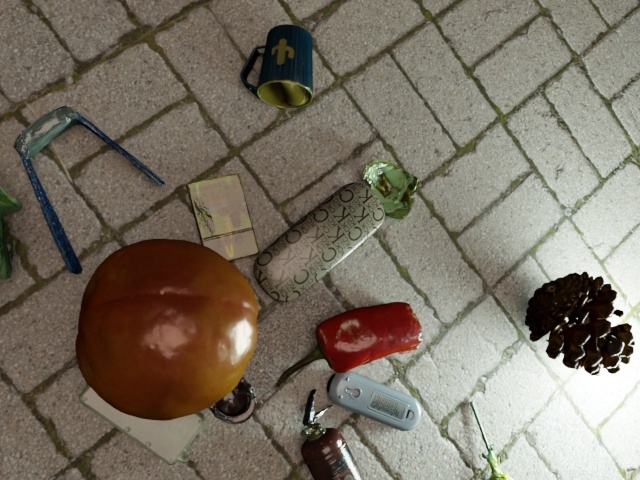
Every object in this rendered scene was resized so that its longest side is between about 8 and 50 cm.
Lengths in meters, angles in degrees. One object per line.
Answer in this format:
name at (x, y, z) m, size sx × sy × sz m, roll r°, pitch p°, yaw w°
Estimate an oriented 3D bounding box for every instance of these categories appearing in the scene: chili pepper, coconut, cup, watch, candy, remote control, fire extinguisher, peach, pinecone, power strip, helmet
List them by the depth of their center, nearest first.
peach at (-0.298, 0.166, 1.035) m, size 0.302 × 0.343 × 0.342 m, roll 19°, pitch 77°, yaw -37°
power strip at (-0.368, 0.354, 1.141) m, size 0.270 × 0.046 × 0.118 m, roll 39°, pitch 71°, yaw -7°
watch at (-0.526, -0.116, 1.150) m, size 0.274 × 0.068 × 0.276 m, roll 42°, pitch 73°, yaw -13°
helmet at (-0.199, 0.332, 1.181) m, size 0.098 × 0.070 × 0.123 m, roll -40°, pitch 102°, yaw -11°
fire extinguisher at (0.041, 0.504, 1.225) m, size 0.138 × 0.102 × 0.343 m, roll -27°, pitch 91°, yaw -50°
chili pepper at (0.059, 0.229, 1.241) m, size 0.339 × 0.131 × 0.134 m, roll -12°, pitch 77°, yaw -16°
remote control at (0.130, 0.379, 1.286) m, size 0.244 × 0.047 × 0.087 m, roll 24°, pitch 80°, yaw -11°
cup at (-0.098, -0.411, 1.287) m, size 0.177 × 0.131 × 0.155 m, roll 3°, pitch 77°, yaw 9°
candy at (0.420, 0.529, 1.351) m, size 0.077 × 0.073 × 0.262 m, roll -20°, pitch 82°, yaw 9°
coconut at (0.178, -0.128, 1.358) m, size 0.133 × 0.055 × 0.158 m, roll -22°, pitch 91°, yaw -19°
pinecone at (0.665, 0.217, 1.370) m, size 0.292 × 0.246 × 0.246 m, roll 40°, pitch 74°, yaw -11°

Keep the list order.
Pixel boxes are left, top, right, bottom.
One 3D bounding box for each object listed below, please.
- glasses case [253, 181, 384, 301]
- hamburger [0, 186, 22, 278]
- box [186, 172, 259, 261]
glasses case at (0.000, 0.000, 1.274) m, size 0.355 × 0.085 × 0.137 m, roll -40°, pitch 96°, yaw -18°
hamburger at (-0.646, -0.006, 1.030) m, size 0.151 × 0.260 × 0.276 m, roll 9°, pitch 115°, yaw -39°
box at (-0.222, -0.047, 1.243) m, size 0.122 × 0.030 × 0.193 m, roll -15°, pitch 87°, yaw -17°
